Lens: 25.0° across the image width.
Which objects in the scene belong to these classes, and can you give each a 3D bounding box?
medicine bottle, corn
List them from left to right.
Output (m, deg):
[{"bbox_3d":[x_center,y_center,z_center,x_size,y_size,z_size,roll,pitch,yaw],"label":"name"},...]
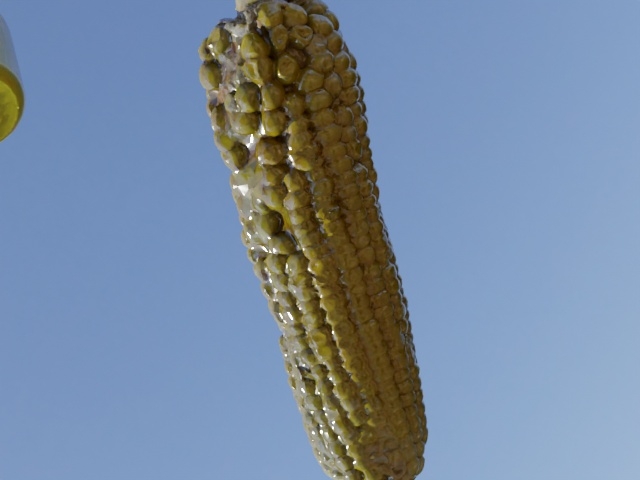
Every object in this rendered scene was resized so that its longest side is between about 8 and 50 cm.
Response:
[{"bbox_3d":[-0.369,-0.195,1.441,0.122,0.212,0.121,-12,-42,-11],"label":"medicine bottle"},{"bbox_3d":[0.000,0.000,0.871,0.097,0.097,0.319,-25,-76,-52],"label":"corn"}]
